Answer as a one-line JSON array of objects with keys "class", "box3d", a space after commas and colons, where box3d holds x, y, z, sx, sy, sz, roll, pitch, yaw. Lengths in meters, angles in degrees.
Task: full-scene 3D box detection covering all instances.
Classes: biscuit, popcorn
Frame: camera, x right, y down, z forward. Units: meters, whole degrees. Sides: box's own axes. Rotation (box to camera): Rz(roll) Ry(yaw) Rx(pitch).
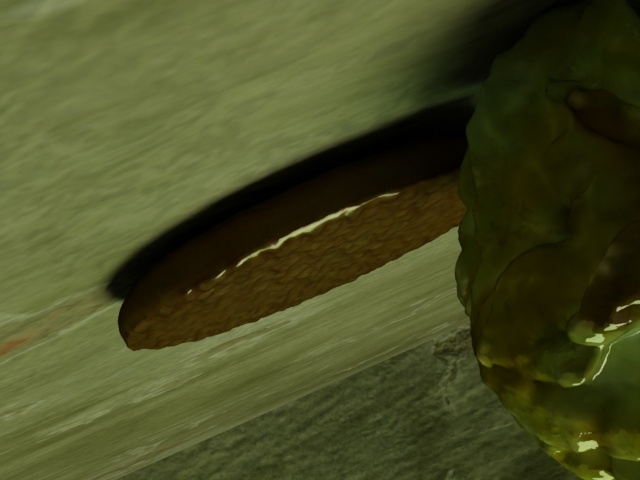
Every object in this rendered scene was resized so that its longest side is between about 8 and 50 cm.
[{"class": "biscuit", "box3d": [0.000, -0.001, 0.725, 0.262, 0.037, 0.262, -24, 171, -4]}, {"class": "popcorn", "box3d": [0.150, 0.000, 0.553, 0.184, 0.221, 0.204, 10, 154, -30]}]
